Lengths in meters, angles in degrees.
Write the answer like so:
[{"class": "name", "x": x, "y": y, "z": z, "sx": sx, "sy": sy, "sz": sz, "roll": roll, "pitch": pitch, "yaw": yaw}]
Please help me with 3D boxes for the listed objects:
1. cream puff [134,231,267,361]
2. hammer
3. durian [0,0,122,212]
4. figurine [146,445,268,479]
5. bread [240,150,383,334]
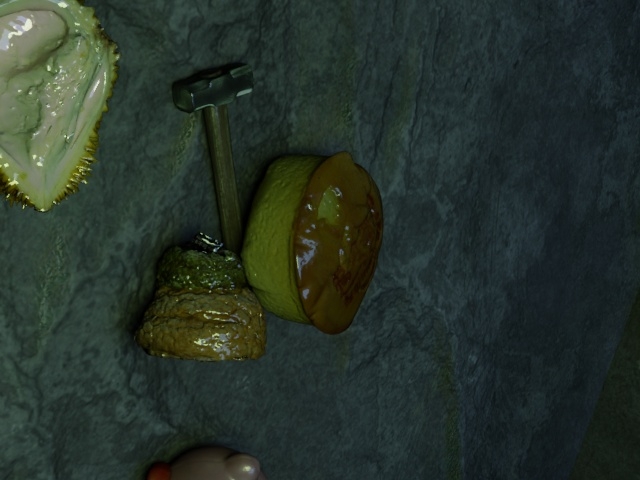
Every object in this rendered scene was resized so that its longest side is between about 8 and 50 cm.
[{"class": "cream puff", "x": -0.157, "y": 0.075, "z": 1.232, "sx": 0.183, "sy": 0.183, "sz": 0.168, "roll": 7, "pitch": 85, "yaw": -48}, {"class": "hammer", "x": -0.131, "y": -0.067, "z": 1.295, "sx": 0.111, "sy": 0.043, "sz": 0.365, "roll": -30, "pitch": 128, "yaw": -37}, {"class": "durian", "x": -0.320, "y": -0.159, "z": 0.988, "sx": 0.183, "sy": 0.138, "sz": 0.249, "roll": 16, "pitch": 84, "yaw": -18}, {"class": "figurine", "x": -0.154, "y": 0.389, "z": 1.352, "sx": 0.173, "sy": 0.173, "sz": 0.173, "roll": -20, "pitch": 119, "yaw": -40}, {"class": "bread", "x": 0.000, "y": 0.000, "z": 1.341, "sx": 0.270, "sy": 0.148, "sz": 0.269, "roll": -20, "pitch": 113, "yaw": -58}]
